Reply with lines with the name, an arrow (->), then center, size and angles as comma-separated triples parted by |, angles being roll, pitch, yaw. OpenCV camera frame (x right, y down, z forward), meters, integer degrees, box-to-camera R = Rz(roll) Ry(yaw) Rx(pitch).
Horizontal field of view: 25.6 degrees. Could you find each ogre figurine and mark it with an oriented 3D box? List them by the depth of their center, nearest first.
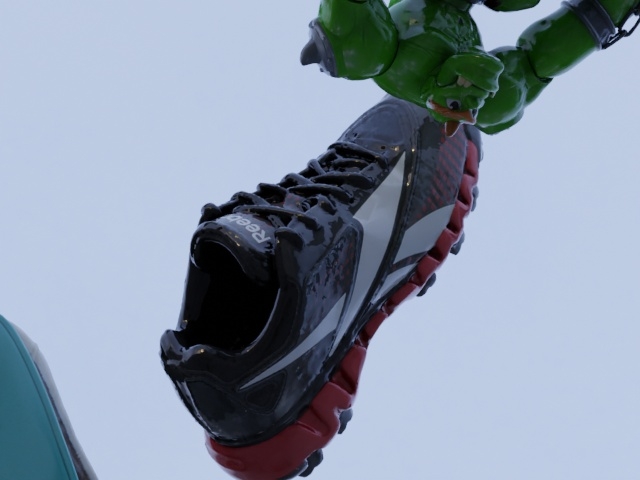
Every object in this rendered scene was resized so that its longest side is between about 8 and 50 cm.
ogre figurine -> 0.072, -0.118, 0.709 | 0.097, 0.197, 0.118 | 41, -68, 31

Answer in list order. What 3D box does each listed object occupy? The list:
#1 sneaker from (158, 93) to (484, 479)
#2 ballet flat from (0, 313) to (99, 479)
sneaker -> 0.000, 0.000, 0.819 | 0.097, 0.276, 0.135 | 15, -25, 44
ballet flat -> -0.162, 0.217, 0.798 | 0.139, 0.400, 0.139 | -20, -33, -14
